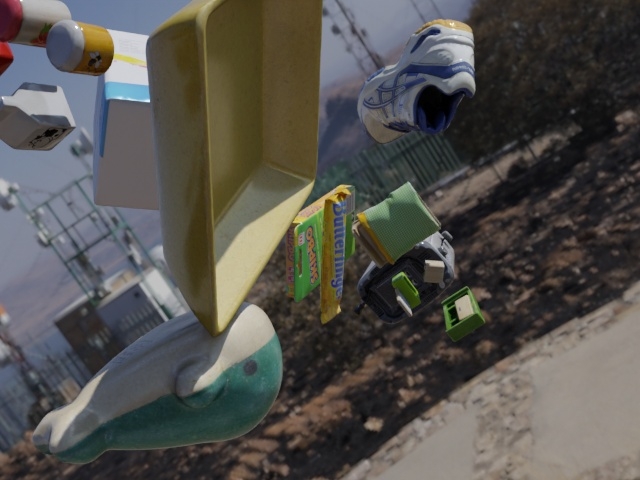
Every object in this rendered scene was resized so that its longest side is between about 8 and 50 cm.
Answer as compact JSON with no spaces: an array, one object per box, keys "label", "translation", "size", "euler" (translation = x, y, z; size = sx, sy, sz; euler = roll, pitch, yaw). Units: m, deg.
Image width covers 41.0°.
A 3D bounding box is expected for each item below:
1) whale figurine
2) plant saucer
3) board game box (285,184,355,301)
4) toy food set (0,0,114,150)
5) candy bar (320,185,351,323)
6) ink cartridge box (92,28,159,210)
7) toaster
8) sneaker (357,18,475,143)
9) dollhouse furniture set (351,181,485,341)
[{"label":"whale figurine","translation":[-0.160,0.172,0.911],"size":[0.272,0.141,0.216],"euler":[-30,10,-32]},{"label":"plant saucer","translation":[-0.083,-0.129,0.876],"size":[0.080,0.333,0.333],"euler":[12,35,13]},{"label":"board game box","translation":[0.000,0.000,1.393],"size":[0.039,0.124,0.259],"euler":[6,19,19]},{"label":"toy food set","translation":[-0.279,-0.119,0.684],"size":[0.232,0.111,0.104],"euler":[-31,-14,32]},{"label":"candy bar","translation":[0.014,0.016,0.946],"size":[0.018,0.162,0.040],"euler":[19,31,29]},{"label":"ink cartridge box","translation":[-0.282,-0.207,1.467],"size":[0.197,0.198,0.270],"euler":[4,35,-18]},{"label":"toaster","translation":[0.172,0.066,1.726],"size":[0.227,0.129,0.146],"euler":[-41,7,26]},{"label":"sneaker","translation":[0.140,-0.211,1.332],"size":[0.111,0.131,0.296],"euler":[3,-23,-19]},{"label":"dollhouse furniture set","translation":[0.099,0.026,0.844],"size":[0.076,0.152,0.059],"euler":[-34,19,15]}]
